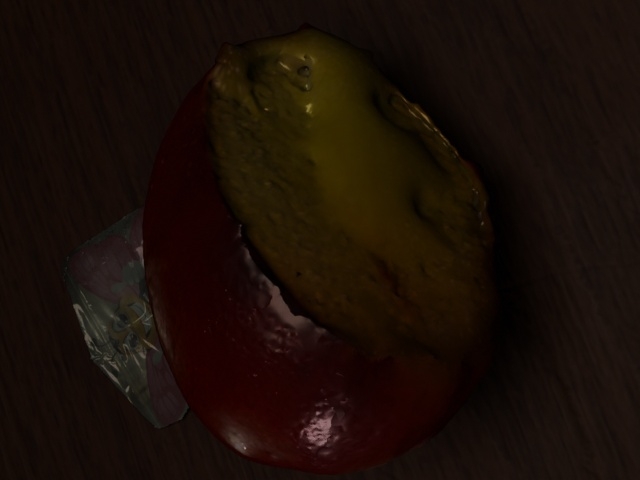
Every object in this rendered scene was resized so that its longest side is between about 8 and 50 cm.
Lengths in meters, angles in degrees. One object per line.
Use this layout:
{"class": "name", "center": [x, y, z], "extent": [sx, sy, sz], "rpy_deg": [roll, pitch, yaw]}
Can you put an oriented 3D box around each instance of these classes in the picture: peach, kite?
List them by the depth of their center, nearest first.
{"class": "peach", "center": [0.000, 0.000, 1.096], "extent": [0.281, 0.281, 0.338], "rpy_deg": [2, 95, 29]}
{"class": "kite", "center": [-0.097, 0.002, 1.288], "extent": [0.360, 0.022, 0.204], "rpy_deg": [-44, 69, 22]}
